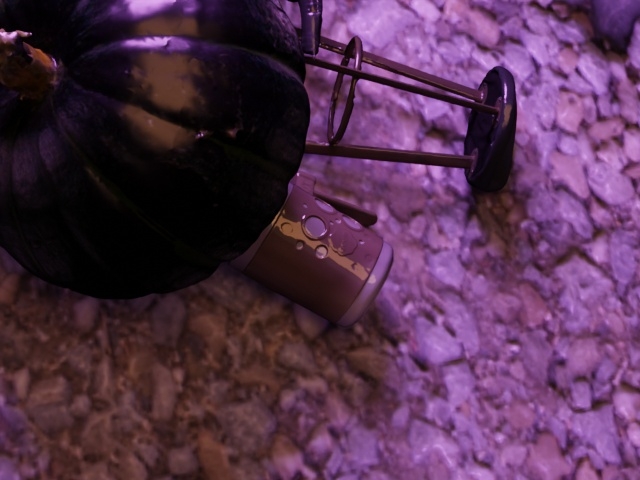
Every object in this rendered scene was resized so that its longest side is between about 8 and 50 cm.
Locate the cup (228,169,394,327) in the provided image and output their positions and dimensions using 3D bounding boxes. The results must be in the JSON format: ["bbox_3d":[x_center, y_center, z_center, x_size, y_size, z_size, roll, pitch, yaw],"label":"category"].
[{"bbox_3d":[-0.004,0.007,0.883,0.099,0.102,0.074,31,105,-6],"label":"cup"}]

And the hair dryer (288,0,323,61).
[{"bbox_3d":[-0.065,-0.231,0.889,0.235,0.091,0.272,-18,54,-13],"label":"hair dryer"}]

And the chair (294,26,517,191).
[{"bbox_3d":[0.058,-0.102,0.914,0.221,0.095,0.104,13,81,-13],"label":"chair"}]

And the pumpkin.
[{"bbox_3d":[-0.133,-0.089,0.784,0.216,0.250,0.250,23,59,-55],"label":"pumpkin"}]
